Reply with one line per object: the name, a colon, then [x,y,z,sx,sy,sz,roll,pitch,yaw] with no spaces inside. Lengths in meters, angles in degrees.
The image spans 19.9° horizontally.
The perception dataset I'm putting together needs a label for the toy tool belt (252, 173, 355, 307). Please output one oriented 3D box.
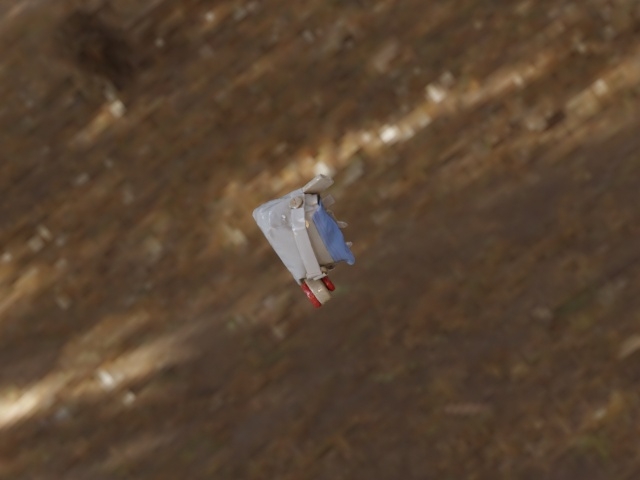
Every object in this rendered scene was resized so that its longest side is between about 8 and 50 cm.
toy tool belt: [0.000,0.000,1.082,0.051,0.083,0.052,-34,40,0]
